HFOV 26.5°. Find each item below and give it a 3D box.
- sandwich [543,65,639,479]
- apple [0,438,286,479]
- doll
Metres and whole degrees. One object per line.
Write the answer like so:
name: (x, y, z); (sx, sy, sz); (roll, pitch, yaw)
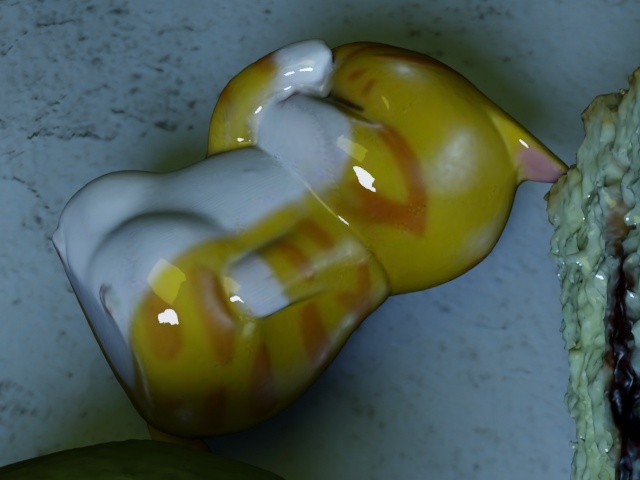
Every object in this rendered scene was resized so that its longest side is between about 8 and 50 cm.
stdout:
sandwich: (0.250, 0.080, 0.606); (0.262, 0.131, 0.325); (6, 58, -9)
apple: (-0.085, 0.223, 0.547); (0.291, 0.292, 0.254); (14, 45, 19)
doll: (-0.015, -0.005, 0.736); (0.269, 0.162, 0.166); (-40, 40, -6)
